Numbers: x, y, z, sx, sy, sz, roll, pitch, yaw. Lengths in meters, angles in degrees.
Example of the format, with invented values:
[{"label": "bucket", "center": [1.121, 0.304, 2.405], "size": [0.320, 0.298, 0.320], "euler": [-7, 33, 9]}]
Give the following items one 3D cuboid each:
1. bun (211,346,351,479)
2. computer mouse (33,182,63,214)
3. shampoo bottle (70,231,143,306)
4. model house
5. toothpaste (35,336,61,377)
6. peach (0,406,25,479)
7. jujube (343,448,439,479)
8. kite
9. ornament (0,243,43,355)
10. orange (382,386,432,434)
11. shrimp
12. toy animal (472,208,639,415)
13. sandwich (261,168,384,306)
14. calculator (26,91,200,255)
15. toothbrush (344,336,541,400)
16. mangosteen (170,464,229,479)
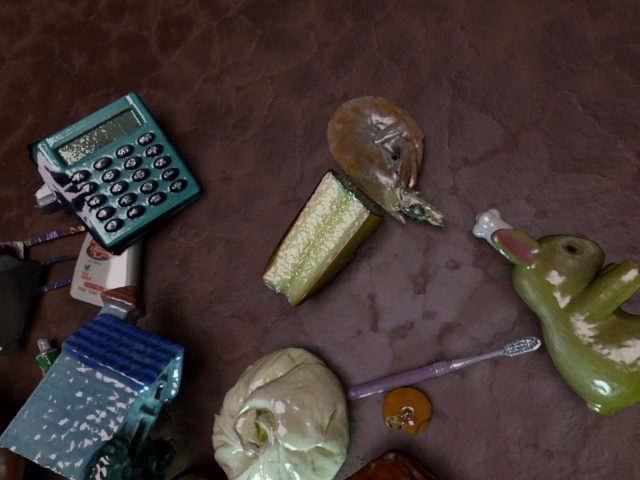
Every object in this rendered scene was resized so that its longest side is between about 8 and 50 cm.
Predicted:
[{"label": "bun", "center": [-0.070, 0.325, 0.883], "size": [0.259, 0.160, 0.259], "euler": [-2, 82, 14]}, {"label": "computer mouse", "center": [-0.522, -0.126, 1.109], "size": [0.071, 0.126, 0.231], "euler": [44, 90, -3]}, {"label": "shampoo bottle", "center": [-0.427, 0.001, 1.079], "size": [0.153, 0.071, 0.284], "euler": [12, 86, 15]}, {"label": "model house", "center": [-0.347, 0.263, 0.925], "size": [0.251, 0.295, 0.329], "euler": [14, 64, 10]}, {"label": "toothpaste", "center": [-0.553, 0.324, 1.079], "size": [0.078, 0.047, 0.248], "euler": [-28, 77, 14]}, {"label": "peach", "center": [-0.782, 0.431, 0.978], "size": [0.405, 0.335, 0.310], "euler": [-5, 54, 20]}, {"label": "jujube", "center": [0.157, 0.490, 0.776], "size": [0.223, 0.223, 0.318], "euler": [-38, 66, 7]}, {"label": "kite", "center": [-0.683, 0.064, 1.169], "size": [0.360, 0.022, 0.204], "euler": [-18, 78, 14]}, {"label": "ornament", "center": [-0.773, 0.120, 1.142], "size": [0.260, 0.106, 0.251], "euler": [15, 82, 29]}, {"label": "orange", "center": [0.149, 0.292, 0.876], "size": [0.086, 0.062, 0.086], "euler": [-3, 78, 14]}, {"label": "shrimp", "center": [0.136, -0.152, 0.946], "size": [0.168, 0.077, 0.317], "euler": [-42, 70, 3]}, {"label": "toy animal", "center": [0.393, 0.069, 0.782], "size": [0.180, 0.181, 0.363], "euler": [-30, 75, 11]}, {"label": "sandwich", "center": [0.000, 0.000, 0.932], "size": [0.122, 0.128, 0.236], "euler": [41, 101, 15]}, {"label": "calculator", "center": [-0.409, -0.138, 1.031], "size": [0.248, 0.058, 0.274], "euler": [-34, 92, -13]}, {"label": "toothbrush", "center": [0.185, 0.216, 0.843], "size": [0.354, 0.029, 0.024], "euler": [-25, 63, 28]}, {"label": "mangosteen", "center": [-0.200, 0.481, 0.875], "size": [0.199, 0.200, 0.200], "euler": [-3, 80, 15]}]
